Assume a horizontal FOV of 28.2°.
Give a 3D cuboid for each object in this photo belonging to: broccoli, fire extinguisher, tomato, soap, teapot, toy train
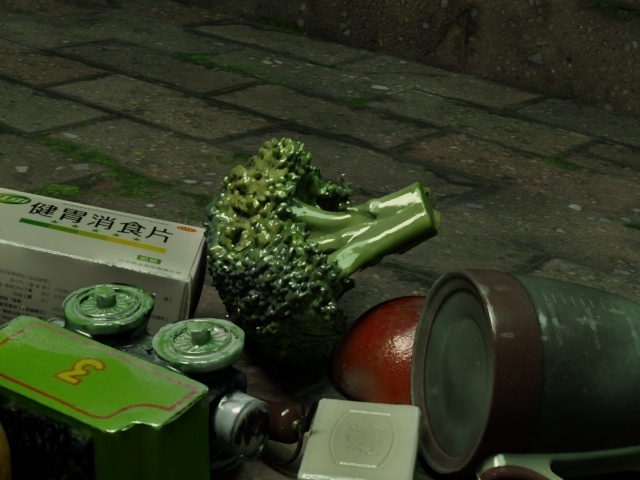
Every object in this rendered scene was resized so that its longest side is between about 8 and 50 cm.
[{"bbox_3d":[-0.023,-0.006,1.632,0.249,0.302,0.375,42,13,-7],"label":"broccoli"},{"bbox_3d":[-0.060,0.208,1.430,0.045,0.078,0.157,5,-1,-42],"label":"fire extinguisher"},{"bbox_3d":[0.121,0.138,1.617,0.228,0.112,0.199,9,23,15],"label":"tomato"},{"bbox_3d":[0.045,0.242,1.388,0.121,0.064,0.183,5,20,6],"label":"soap"},{"bbox_3d":[0.290,0.188,1.426,0.312,0.233,0.315,5,50,-16],"label":"teapot"},{"bbox_3d":[-0.220,0.173,1.356,0.307,0.173,0.249,18,30,28],"label":"toy train"}]

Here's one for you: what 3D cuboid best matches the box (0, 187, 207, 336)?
[{"bbox_3d":[-0.323,0.047,1.638,0.333,0.145,0.173,12,21,-1],"label":"box"}]

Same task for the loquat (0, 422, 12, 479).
[{"bbox_3d":[-0.379,0.216,1.192,0.179,0.179,0.227,4,29,-5],"label":"loquat"}]
